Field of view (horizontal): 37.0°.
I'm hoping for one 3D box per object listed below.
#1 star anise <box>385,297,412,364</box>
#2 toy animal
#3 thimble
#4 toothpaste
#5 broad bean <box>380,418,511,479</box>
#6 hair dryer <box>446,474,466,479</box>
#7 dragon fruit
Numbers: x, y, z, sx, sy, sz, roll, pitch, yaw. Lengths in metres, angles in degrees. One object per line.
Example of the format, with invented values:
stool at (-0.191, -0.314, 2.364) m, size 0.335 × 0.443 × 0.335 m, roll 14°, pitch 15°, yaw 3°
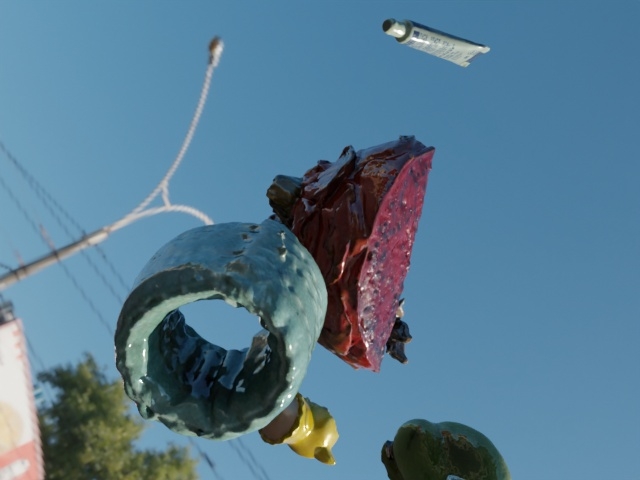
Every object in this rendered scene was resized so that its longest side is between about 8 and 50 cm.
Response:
star anise at (0.156, 0.183, 2.313) m, size 0.208 × 0.063 × 0.172 m, roll 50°, pitch -35°, yaw 46°
toy animal at (-0.057, 0.404, 2.108) m, size 0.230 × 0.156 × 0.156 m, roll 42°, pitch -18°, yaw -34°
thimble at (-0.100, 0.084, 0.979) m, size 0.198 × 0.143 × 0.235 m, roll 33°, pitch -63°, yaw -7°
toothpaste at (0.176, -0.308, 1.485) m, size 0.062 × 0.216 × 0.037 m, roll -25°, pitch -114°, yaw 44°
broad bean at (0.212, 0.392, 1.621) m, size 0.227 × 0.169 × 0.100 m, roll 13°, pitch -13°, yaw 12°
hair dryer at (0.177, 0.421, 1.283) m, size 0.183 × 0.044 × 0.155 m, roll -116°, pitch -135°, yaw -80°
dragon fruit at (0.000, 0.000, 1.220) m, size 0.205 × 0.152 × 0.317 m, roll 13°, pitch -88°, yaw 28°
